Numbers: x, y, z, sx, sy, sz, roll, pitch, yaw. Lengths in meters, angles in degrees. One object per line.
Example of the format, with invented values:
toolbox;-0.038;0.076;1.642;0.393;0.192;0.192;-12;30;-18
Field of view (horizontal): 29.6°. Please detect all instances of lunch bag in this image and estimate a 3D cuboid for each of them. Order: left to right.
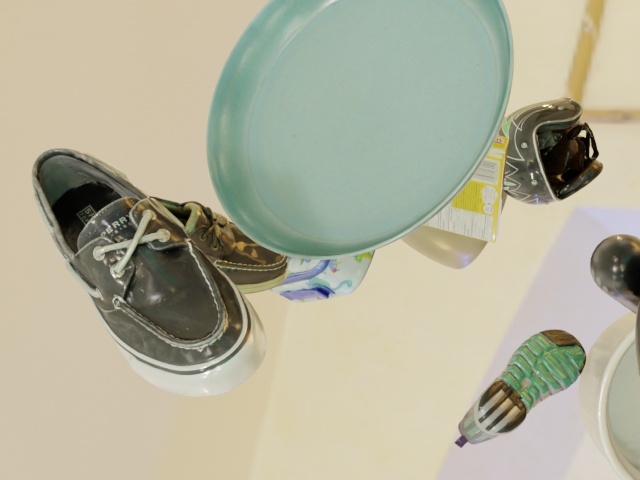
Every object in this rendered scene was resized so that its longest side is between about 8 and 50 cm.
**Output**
lunch bag;0.000;0.000;1.713;0.090;0.219;0.176;28;-109;-23

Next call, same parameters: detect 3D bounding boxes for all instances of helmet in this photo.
helmet;0.343;-0.135;1.894;0.162;0.169;0.169;-30;-54;-7

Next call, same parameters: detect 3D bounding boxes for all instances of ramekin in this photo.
ramekin;0.484;0.212;1.625;0.135;0.277;0.277;-145;58;-82

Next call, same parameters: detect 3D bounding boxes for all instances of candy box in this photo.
candy box;0.186;-0.074;1.574;0.206;0.105;0.027;85;-153;-56

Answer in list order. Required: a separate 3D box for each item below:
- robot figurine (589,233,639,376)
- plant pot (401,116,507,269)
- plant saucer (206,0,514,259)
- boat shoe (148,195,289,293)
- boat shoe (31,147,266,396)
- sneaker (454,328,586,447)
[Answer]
robot figurine;0.275;0.059;0.673;0.278;0.174;0.209;23;-141;-61
plant pot;0.190;-0.110;2.115;0.191;0.284;0.284;16;-102;-15
plant saucer;0.036;-0.126;1.106;0.044;0.318;0.317;34;-113;-51
boat shoe;-0.135;-0.003;1.232;0.080;0.224;0.073;-91;16;-45
boat shoe;-0.154;0.013;0.999;0.108;0.301;0.102;-34;-44;-12
sneaker;0.260;0.194;1.605;0.224;0.098;0.083;-29;-102;-38
